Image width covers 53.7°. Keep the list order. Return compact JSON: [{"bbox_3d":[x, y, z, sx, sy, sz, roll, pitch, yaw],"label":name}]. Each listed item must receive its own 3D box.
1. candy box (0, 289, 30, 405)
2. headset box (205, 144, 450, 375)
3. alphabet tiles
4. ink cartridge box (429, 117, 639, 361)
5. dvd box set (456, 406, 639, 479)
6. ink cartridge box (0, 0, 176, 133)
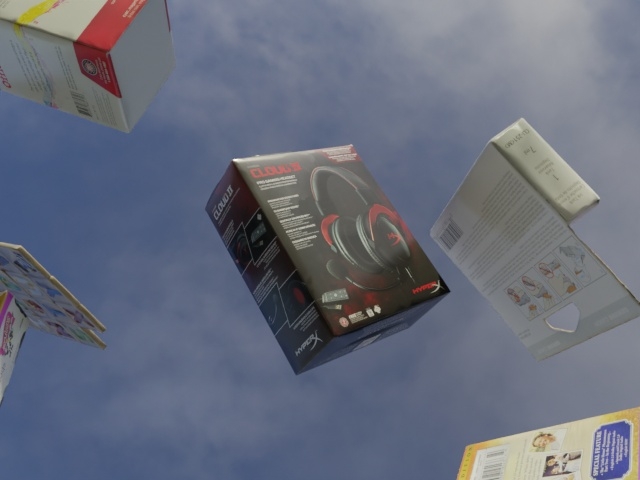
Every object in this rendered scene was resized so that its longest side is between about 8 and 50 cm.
[{"bbox_3d":[-0.484,0.144,0.732,0.233,0.071,0.159,-3,-130,1],"label":"candy box"},{"bbox_3d":[0.000,0.000,0.846,0.293,0.218,0.110,59,-43,20],"label":"headset box"},{"bbox_3d":[-0.461,0.053,0.903,0.342,0.285,0.011,6,-129,36],"label":"alphabet tiles"},{"bbox_3d":[0.262,0.015,0.787,0.060,0.275,0.239,-35,-104,-17],"label":"ink cartridge box"},{"bbox_3d":[0.349,0.374,0.850,0.420,0.308,0.062,-30,-74,38],"label":"dvd box set"},{"bbox_3d":[-0.278,-0.231,0.720,0.176,0.128,0.127,19,-120,6],"label":"ink cartridge box"}]
